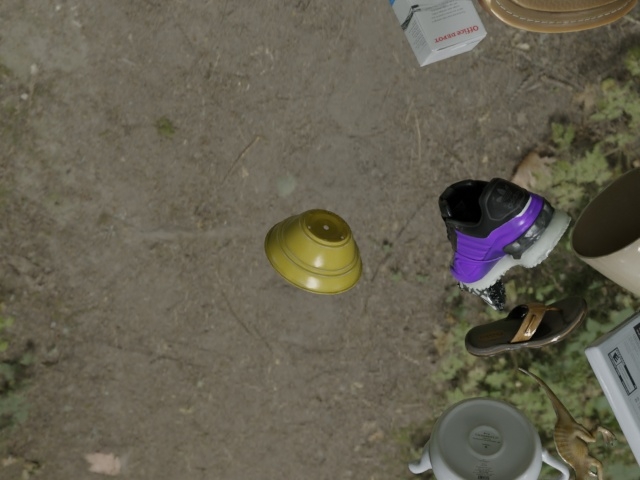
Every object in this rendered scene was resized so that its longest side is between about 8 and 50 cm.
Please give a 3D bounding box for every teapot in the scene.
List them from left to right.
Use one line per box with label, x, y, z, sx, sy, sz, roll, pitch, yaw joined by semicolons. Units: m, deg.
teapot;0.360;0.477;1.624;0.252;0.256;0.187;-31;139;-18

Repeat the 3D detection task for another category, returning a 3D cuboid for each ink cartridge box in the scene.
ink cartridge box;0.255;-0.510;1.671;0.148;0.203;0.086;-21;174;-17

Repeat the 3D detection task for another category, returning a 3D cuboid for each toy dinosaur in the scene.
toy dinosaur;0.303;0.232;0.896;0.092;0.183;0.053;15;142;-36

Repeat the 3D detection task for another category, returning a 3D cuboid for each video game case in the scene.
video game case;0.386;0.176;0.843;0.022;0.173;0.191;-31;82;51

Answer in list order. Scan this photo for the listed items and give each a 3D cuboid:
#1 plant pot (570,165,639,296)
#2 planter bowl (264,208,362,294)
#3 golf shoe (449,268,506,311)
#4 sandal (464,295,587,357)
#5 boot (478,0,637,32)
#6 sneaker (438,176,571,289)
plant pot;0.695;0.024;1.510;0.274;0.256;0.256;41;121;-14
planter bowl;0.000;0.000;1.547;0.217;0.217;0.090;15;131;-11
golf shoe;0.415;0.113;1.972;0.093;0.077;0.198;-14;123;45
sandal;0.347;0.140;1.292;0.219;0.090;0.060;-17;121;23
boot;0.193;-0.264;0.670;0.283;0.220;0.109;-36;117;-18
sneaker;0.226;-0.023;1.068;0.146;0.102;0.293;34;162;-1
